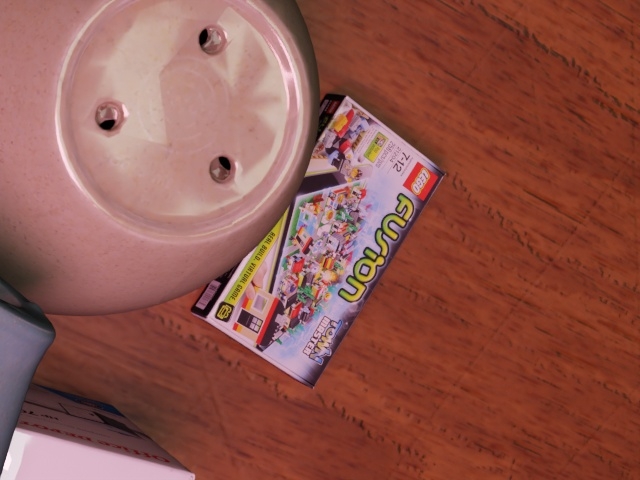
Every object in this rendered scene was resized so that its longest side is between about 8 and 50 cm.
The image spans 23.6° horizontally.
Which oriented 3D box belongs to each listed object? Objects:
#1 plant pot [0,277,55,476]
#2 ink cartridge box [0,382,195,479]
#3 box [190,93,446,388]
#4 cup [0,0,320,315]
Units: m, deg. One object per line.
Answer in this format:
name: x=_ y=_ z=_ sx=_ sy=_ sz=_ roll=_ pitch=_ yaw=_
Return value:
plant pot: x=-0.296 y=0.104 z=0.888 sx=0.272 sy=0.272 sz=0.255 roll=38 pitch=87 yaw=-25
ink cartridge box: x=-0.188 y=0.157 z=1.064 sx=0.140 sy=0.191 sz=0.082 roll=20 pitch=89 yaw=-26
box: x=0.000 y=0.000 z=1.216 sx=0.114 sy=0.036 sz=0.207 roll=35 pitch=82 yaw=-25
cup: x=-0.129 y=-0.094 z=1.032 sx=0.331 sy=0.237 sz=0.331 roll=-4 pitch=99 yaw=-25
